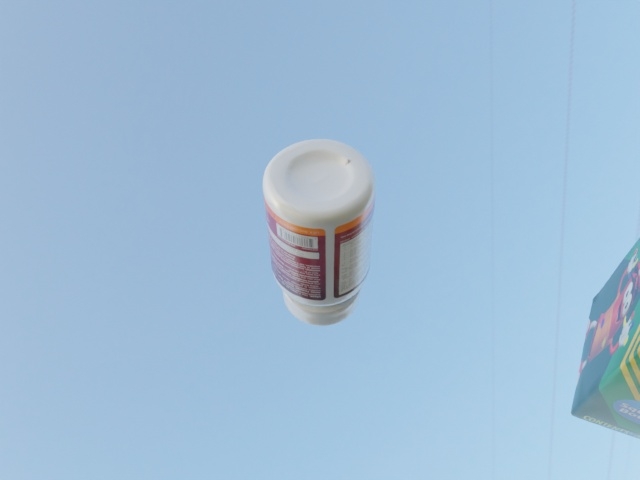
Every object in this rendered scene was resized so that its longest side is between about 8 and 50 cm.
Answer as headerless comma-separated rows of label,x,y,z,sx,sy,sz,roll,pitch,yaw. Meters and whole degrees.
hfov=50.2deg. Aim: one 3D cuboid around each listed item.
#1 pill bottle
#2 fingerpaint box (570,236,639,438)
pill bottle,0.000,0.000,0.794,0.121,0.121,0.221,-16,-36,-12
fingerpaint box,0.490,0.111,0.570,0.444,0.163,0.371,18,-25,12
